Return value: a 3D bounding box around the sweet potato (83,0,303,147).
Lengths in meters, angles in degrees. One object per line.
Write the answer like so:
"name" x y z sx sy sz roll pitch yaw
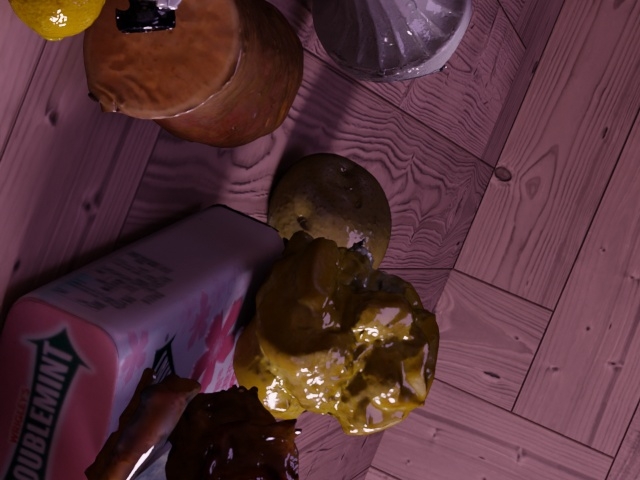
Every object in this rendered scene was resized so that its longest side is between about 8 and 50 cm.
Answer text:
"sweet potato" -0.072 -0.133 1.044 0.131 0.131 0.337 -67 165 2

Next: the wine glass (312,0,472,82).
"wine glass" 0.051 -0.250 1.258 0.165 0.165 0.196 -66 162 -4

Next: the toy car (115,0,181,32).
"toy car" -0.107 -0.214 0.826 0.080 0.070 0.170 -145 -122 -70

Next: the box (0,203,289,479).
"box" -0.148 0.096 1.149 0.370 0.112 0.190 -33 145 -66

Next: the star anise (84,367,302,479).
"star anise" -0.087 0.191 1.031 0.346 0.148 0.237 81 9 -61

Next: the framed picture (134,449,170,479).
"framed picture" -0.190 0.278 1.408 0.184 0.016 0.250 -67 158 0

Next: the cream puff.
"cream puff" 0.022 0.099 1.236 0.194 0.195 0.221 -68 165 6

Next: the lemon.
"lemon" -0.158 -0.154 0.797 0.062 0.062 0.083 -52 166 -47

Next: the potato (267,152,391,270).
"potato" 0.000 0.000 1.528 0.157 0.157 0.194 -51 173 -48
